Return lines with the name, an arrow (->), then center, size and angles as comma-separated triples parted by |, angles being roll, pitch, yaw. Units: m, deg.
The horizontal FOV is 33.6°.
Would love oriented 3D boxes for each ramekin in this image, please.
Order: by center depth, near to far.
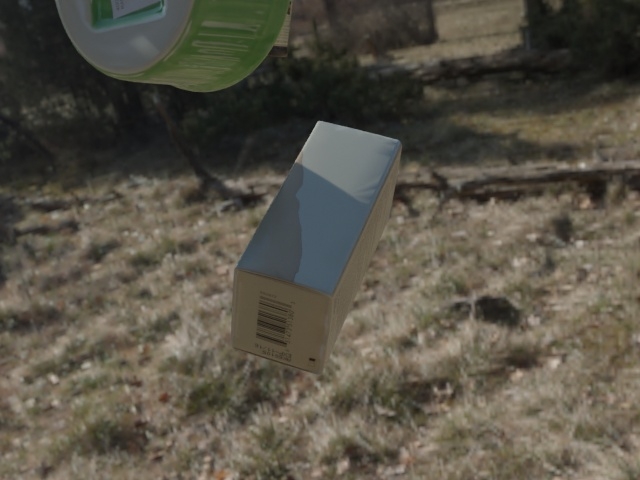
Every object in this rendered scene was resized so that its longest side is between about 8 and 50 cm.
ramekin -> -0.197, -0.337, 1.326 | 0.303, 0.304, 0.148 | 12, 15, 35

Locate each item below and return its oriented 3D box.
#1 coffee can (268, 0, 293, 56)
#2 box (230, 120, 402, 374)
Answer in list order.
coffee can -> -0.153, -0.537, 2.235 | 0.201, 0.276, 0.201 | 7, 11, -1
box -> 0.000, 0.000, 1.335 | 0.121, 0.148, 0.311 | 16, 42, 10
